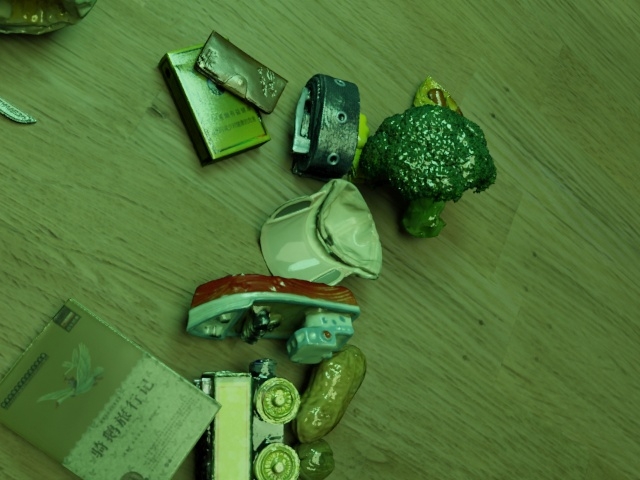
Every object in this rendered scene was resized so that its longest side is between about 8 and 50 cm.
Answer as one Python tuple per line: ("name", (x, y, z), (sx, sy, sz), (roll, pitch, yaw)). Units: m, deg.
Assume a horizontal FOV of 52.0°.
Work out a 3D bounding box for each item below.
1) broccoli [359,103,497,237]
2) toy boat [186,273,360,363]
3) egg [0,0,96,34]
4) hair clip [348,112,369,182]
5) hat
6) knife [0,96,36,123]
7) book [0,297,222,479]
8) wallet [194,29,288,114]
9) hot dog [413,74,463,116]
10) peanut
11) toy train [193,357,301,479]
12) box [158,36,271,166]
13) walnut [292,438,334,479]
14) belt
("broccoli", (0.225, -0.140, 1.392), (0.297, 0.297, 0.297), (-13, 123, -31))
("toy boat", (-0.087, 0.154, 1.213), (0.332, 0.145, 0.133), (9, 51, -28))
("egg", (-0.474, -0.512, 1.041), (0.278, 0.278, 0.336), (-1, 86, -30))
("hair clip", (0.076, -0.215, 1.443), (0.072, 0.046, 0.173), (3, 78, -33))
("hat", (0.000, 0.000, 1.348), (0.226, 0.164, 0.219), (-19, 96, 8))
("knife", (-0.575, -0.254, 1.094), (0.210, 0.015, 0.028), (36, 60, -20))
("book", (-0.348, 0.269, 1.062), (0.310, 0.021, 0.217), (36, 76, -3))
("wallet", (-0.151, -0.323, 1.272), (0.176, 0.026, 0.095), (32, 67, -23))
("hot dog", (0.289, -0.267, 1.545), (0.123, 0.093, 0.261), (-17, 90, -30))
("peanut", (0.013, 0.292, 1.277), (0.226, 0.095, 0.108), (-55, 138, -33))
("toy train", (-0.135, 0.345, 1.178), (0.177, 0.134, 0.261), (3, 79, -21))
("box", (-0.205, -0.271, 1.281), (0.141, 0.064, 0.220), (-25, 92, -31))
("walnut", (-0.016, 0.420, 1.261), (0.092, 0.092, 0.092), (6, 79, -29))
("belt", (0.003, -0.241, 1.360), (0.128, 0.122, 0.218), (13, 76, -24))
